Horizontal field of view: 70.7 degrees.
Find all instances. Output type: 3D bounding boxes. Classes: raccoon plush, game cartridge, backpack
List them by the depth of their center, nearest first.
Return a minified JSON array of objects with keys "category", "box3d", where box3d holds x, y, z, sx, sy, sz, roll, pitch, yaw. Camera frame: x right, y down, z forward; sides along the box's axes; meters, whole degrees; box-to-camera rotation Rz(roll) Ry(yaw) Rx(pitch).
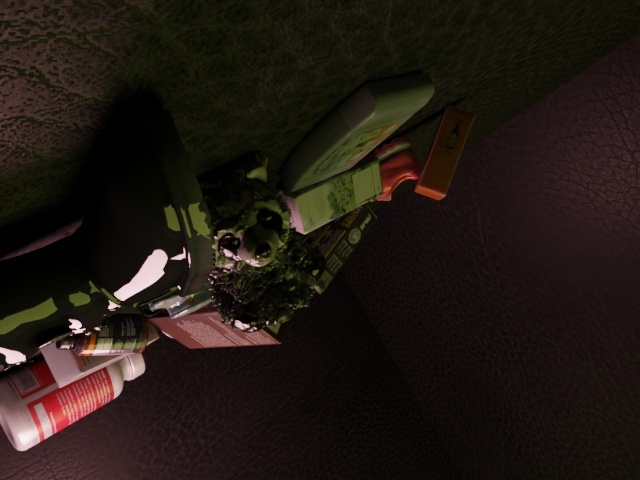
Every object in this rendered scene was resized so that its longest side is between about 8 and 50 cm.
[{"category":"game cartridge","box3d":[0.050,-0.188,0.833,0.198,0.062,0.297,-32,178,-39]},{"category":"raccoon plush","box3d":[-0.196,-0.014,0.858,0.447,0.299,0.216,12,-133,45]},{"category":"backpack","box3d":[-0.335,0.106,1.094,0.166,0.144,0.188,-26,173,18]}]

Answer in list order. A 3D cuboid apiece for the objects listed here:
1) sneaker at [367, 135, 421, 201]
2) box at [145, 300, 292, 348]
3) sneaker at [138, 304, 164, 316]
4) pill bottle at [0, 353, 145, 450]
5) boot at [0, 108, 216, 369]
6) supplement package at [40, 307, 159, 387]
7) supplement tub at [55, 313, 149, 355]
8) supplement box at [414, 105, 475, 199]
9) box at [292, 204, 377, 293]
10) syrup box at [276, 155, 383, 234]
[{"category":"sneaker","box3d":[0.125,-0.151,1.208,0.314,0.136,0.116,-30,175,7]},{"category":"box","box3d":[-0.287,0.200,1.271,0.382,0.191,0.143,-12,-134,33]},{"category":"sneaker","box3d":[-0.464,0.164,1.214,0.082,0.090,0.232,-29,175,-22]},{"category":"pill bottle","box3d":[-0.800,0.458,1.457,0.408,0.228,0.229,-26,174,-43]},{"category":"boot","box3d":[-0.348,0.049,0.471,0.446,0.146,0.367,-18,159,-22]},{"category":"supplement package","box3d":[-0.605,0.275,1.244,0.134,0.138,0.244,-32,174,31]},{"category":"supplement tub","box3d":[-0.542,0.233,1.125,0.198,0.105,0.106,10,148,-41]},{"category":"supplement box","box3d":[0.328,-0.230,1.198,0.080,0.078,0.233,33,78,-86]},{"category":"box","box3d":[0.000,0.000,1.283,0.216,0.060,0.270,20,-112,48]},{"category":"syrup box","box3d":[0.024,-0.113,1.036,0.237,0.093,0.096,-28,-148,-24]}]
